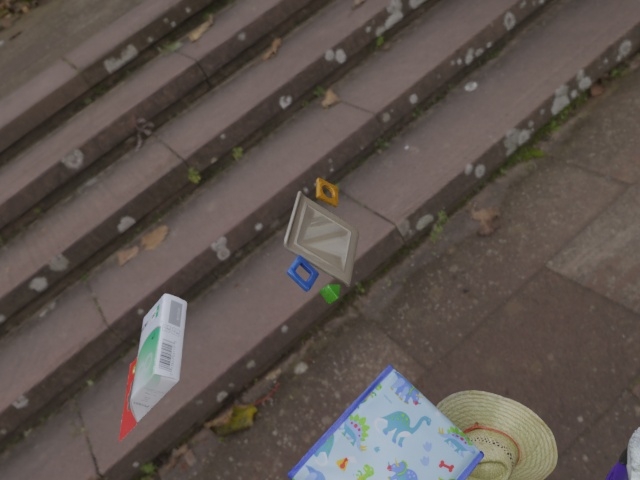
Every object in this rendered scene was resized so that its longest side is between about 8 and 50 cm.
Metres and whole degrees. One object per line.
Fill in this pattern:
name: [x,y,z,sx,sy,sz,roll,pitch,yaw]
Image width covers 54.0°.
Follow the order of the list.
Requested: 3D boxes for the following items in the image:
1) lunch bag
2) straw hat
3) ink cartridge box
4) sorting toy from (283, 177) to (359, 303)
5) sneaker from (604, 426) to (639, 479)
lunch bag: [0.062,0.225,0.629,0.129,0.096,0.151,42,75,15]
straw hat: [0.181,0.239,0.692,0.145,0.144,0.061,-9,17,31]
ink cartridge box: [-0.323,0.230,1.138,0.225,0.056,0.180,-43,33,29]
sorting toy: [0.000,0.000,1.456,0.047,0.196,0.347,-38,27,39]
sneaker: [0.450,0.419,0.923,0.102,0.146,0.293,31,42,26]
